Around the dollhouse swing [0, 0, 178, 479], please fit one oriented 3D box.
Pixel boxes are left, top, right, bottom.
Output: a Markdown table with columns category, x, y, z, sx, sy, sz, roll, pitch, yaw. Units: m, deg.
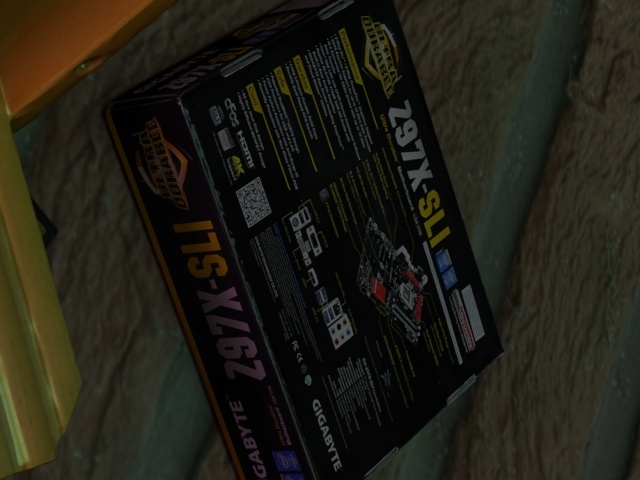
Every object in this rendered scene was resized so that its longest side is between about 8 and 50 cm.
| category | x | y | z | sx | sy | sz | roll | pitch | yaw |
| --- | --- | --- | --- | --- | --- | --- | --- | --- | --- |
| dollhouse swing | -0.178 | -0.060 | 0.918 | 0.347 | 0.315 | 0.305 | -12 | 71 | -59 |

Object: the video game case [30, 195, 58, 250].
| category | x | y | z | sx | sy | sz | roll | pitch | yaw |
| --- | --- | --- | --- | --- | --- | --- | --- | --- | --- |
| video game case | -0.289 | 0.006 | 1.044 | 0.248 | 0.035 | 0.275 | 55 | 47 | -31 |

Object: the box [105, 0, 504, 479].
| category | x | y | z | sx | sy | sz | roll | pitch | yaw |
| --- | --- | --- | --- | --- | --- | --- | --- | --- | --- |
| box | 0.000 | 0.000 | 1.361 | 0.257 | 0.079 | 0.322 | -38 | 115 | -47 |
